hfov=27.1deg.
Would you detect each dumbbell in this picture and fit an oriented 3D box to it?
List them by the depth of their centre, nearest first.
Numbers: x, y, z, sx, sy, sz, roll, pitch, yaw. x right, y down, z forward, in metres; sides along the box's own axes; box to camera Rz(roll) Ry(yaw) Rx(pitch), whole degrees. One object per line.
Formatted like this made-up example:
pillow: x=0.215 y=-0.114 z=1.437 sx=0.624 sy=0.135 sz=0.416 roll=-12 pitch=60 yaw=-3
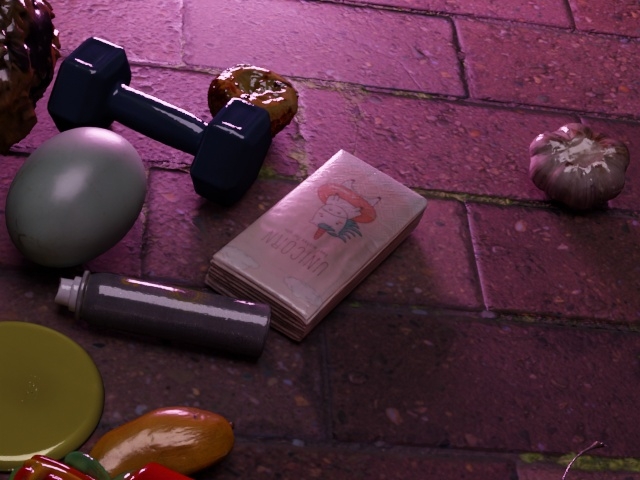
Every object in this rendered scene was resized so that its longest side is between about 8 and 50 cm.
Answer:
dumbbell: x=-0.238 y=-0.177 z=1.969 sx=0.325 sy=0.160 sz=0.144 roll=25 pitch=12 yaw=11

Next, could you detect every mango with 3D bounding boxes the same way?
mango: x=-0.192 y=0.249 z=1.596 sx=0.190 sy=0.075 sz=0.098 roll=-14 pitch=44 yaw=-19

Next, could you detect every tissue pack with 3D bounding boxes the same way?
tissue pack: x=0.000 y=0.000 z=1.906 sx=0.170 sy=0.071 sz=0.325 roll=34 pitch=46 yaw=16

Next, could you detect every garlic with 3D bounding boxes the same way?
garlic: x=0.413 y=-0.116 z=2.121 sx=0.159 sy=0.102 sz=0.147 roll=0 pitch=58 yaw=0

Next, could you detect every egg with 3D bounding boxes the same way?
egg: x=-0.332 y=-0.058 z=1.802 sx=0.168 sy=0.168 sz=0.231 roll=26 pitch=47 yaw=11

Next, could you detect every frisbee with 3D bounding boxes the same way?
frisbee: x=-0.385 y=0.187 z=1.645 sx=0.236 sy=0.017 sz=0.236 roll=8 pitch=43 yaw=-8

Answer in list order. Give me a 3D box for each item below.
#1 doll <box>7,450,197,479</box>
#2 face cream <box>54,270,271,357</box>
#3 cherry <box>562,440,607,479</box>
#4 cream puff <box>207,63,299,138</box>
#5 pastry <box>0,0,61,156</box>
doll: x=-0.180 y=0.336 z=1.445 sx=0.363 sy=0.160 sz=0.182 roll=19 pitch=42 yaw=4
face cream: x=-0.208 y=0.094 z=1.750 sx=0.284 sy=0.073 sz=0.073 roll=11 pitch=43 yaw=-4
cherry: x=0.350 y=0.354 z=1.611 sx=0.148 sy=0.115 sz=0.188 roll=21 pitch=34 yaw=35
cream puff: x=-0.107 y=-0.210 z=2.083 sx=0.149 sy=0.084 sz=0.149 roll=11 pitch=44 yaw=-11
pastry: x=-0.534 y=-0.282 z=1.886 sx=0.337 sy=0.292 sz=0.405 roll=-23 pitch=52 yaw=-19
